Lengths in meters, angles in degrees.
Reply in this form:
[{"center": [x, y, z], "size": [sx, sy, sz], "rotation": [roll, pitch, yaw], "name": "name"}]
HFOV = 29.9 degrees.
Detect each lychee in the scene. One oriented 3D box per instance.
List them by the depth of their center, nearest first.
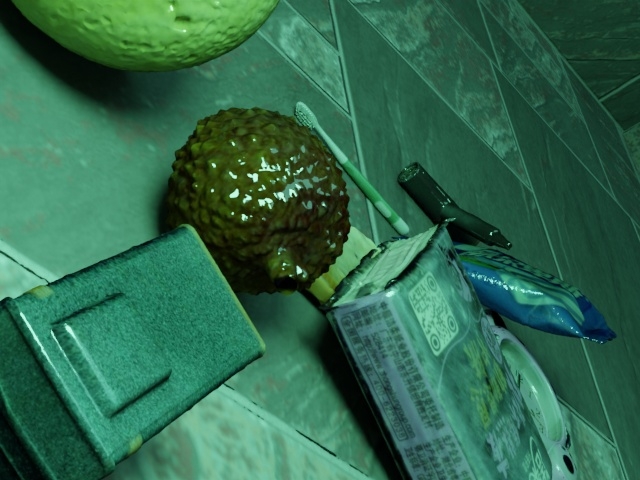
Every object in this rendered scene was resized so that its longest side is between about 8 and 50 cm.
[{"center": [-0.061, -0.031, 1.194], "size": [0.200, 0.200, 0.238], "rotation": [36, 26, -42], "name": "lychee"}]

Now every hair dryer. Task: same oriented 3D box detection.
[{"center": [0.217, -0.038, 1.834], "size": [0.173, 0.050, 0.195], "rotation": [43, -6, -24], "name": "hair dryer"}]

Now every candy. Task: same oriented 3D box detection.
[{"center": [0.270, 0.067, 1.731], "size": [0.331, 0.077, 0.187], "rotation": [25, 10, 19], "name": "candy"}]

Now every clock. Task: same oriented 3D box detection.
[{"center": [0.261, 0.219, 1.655], "size": [0.228, 0.090, 0.248], "rotation": [53, 22, -14], "name": "clock"}]

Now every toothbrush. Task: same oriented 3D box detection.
[{"center": [0.047, -0.099, 1.706], "size": [0.257, 0.018, 0.024], "rotation": [48, 28, -23], "name": "toothbrush"}]

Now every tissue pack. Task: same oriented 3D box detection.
[{"center": [0.150, 0.181, 1.391], "size": [0.361, 0.122, 0.259], "rotation": [65, 24, -10], "name": "tissue pack"}]

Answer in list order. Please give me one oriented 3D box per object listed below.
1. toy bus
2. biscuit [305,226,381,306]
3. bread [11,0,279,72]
[{"center": [-0.167, 0.095, 0.842], "size": [0.139, 0.167, 0.275], "rotation": [59, 24, 1], "name": "toy bus"}, {"center": [0.000, 0.000, 1.457], "size": [0.309, 0.040, 0.205], "rotation": [48, 24, -27], "name": "biscuit"}, {"center": [-0.177, -0.319, 1.175], "size": [0.320, 0.320, 0.237], "rotation": [53, 7, -11], "name": "bread"}]
